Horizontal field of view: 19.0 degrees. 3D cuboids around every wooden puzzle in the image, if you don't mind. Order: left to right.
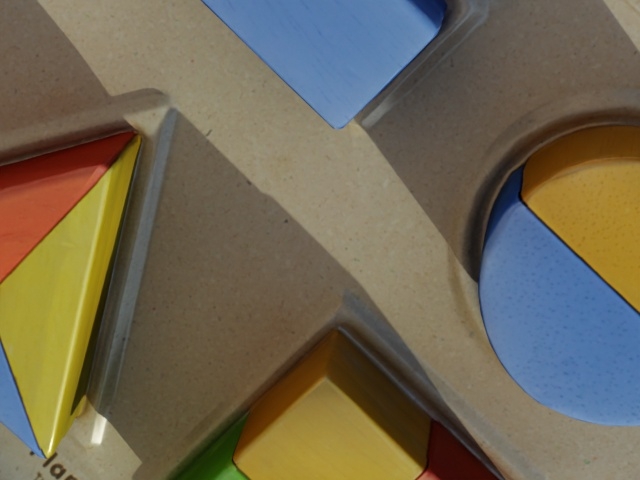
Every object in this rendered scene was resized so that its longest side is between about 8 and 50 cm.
[{"bbox_3d":[0.000,0.000,0.640,0.322,0.348,0.080,44,12,-6],"label":"wooden puzzle"}]
